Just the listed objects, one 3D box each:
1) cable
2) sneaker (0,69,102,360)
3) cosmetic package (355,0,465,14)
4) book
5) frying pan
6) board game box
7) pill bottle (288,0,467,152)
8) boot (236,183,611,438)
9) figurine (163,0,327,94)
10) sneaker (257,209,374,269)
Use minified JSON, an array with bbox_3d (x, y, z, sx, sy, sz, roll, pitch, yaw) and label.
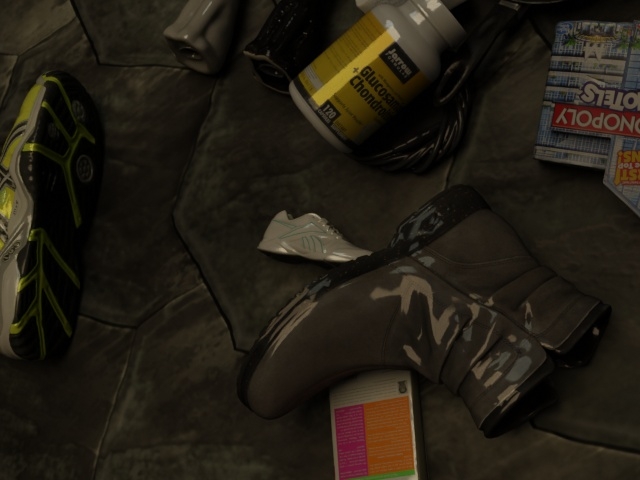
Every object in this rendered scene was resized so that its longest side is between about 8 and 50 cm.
[{"bbox_3d":[0.083,-0.151,1.087,0.185,0.047,0.150,8,81,23],"label":"cable"},{"bbox_3d":[-0.386,-0.043,1.209,0.147,0.145,0.384,0,71,25],"label":"sneaker"},{"bbox_3d":[0.093,-0.357,1.097,0.117,0.085,0.231,-27,51,25],"label":"cosmetic package"},{"bbox_3d":[0.057,0.196,0.982,0.096,0.035,0.144,-13,66,22],"label":"book"},{"bbox_3d":[0.250,-0.284,1.039,0.197,0.053,0.326,5,73,27],"label":"frying pan"},{"bbox_3d":[0.303,-0.115,0.931,0.194,0.060,0.194,13,96,35],"label":"board game box"},{"bbox_3d":[0.063,-0.188,1.017,0.184,0.103,0.103,-40,61,12],"label":"pill bottle"},{"bbox_3d":[0.098,0.111,0.920,0.338,0.118,0.222,-40,61,-3],"label":"boot"},{"bbox_3d":[-0.072,-0.306,1.193,0.215,0.092,0.209,18,73,30],"label":"figurine"},{"bbox_3d":[0.000,0.000,1.064,0.152,0.054,0.061,12,76,29],"label":"sneaker"}]
